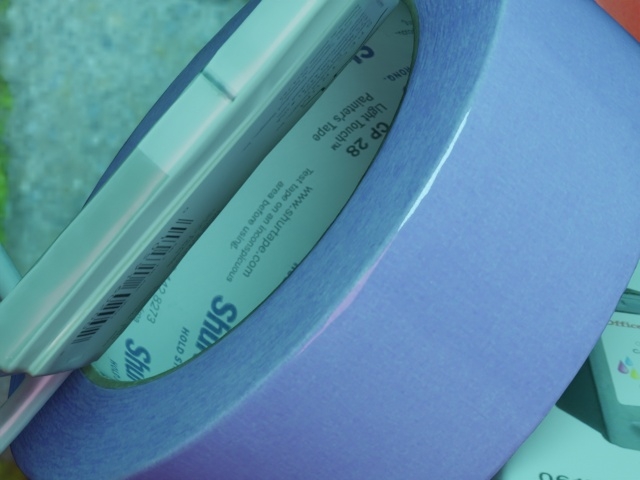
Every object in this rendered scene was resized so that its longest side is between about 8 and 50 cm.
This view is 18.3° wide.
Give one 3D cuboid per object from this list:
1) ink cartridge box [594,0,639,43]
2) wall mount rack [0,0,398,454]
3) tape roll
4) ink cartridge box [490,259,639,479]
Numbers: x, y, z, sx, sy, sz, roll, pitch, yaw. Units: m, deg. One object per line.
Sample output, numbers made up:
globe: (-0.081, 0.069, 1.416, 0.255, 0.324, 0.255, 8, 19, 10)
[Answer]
ink cartridge box: (0.212, -0.174, 0.812, 0.261, 0.066, 0.296, -35, 100, -23)
wall mount rack: (-0.074, -0.061, 0.728, 0.130, 0.304, 0.350, 42, 95, 6)
tape roll: (0.000, 0.000, 0.761, 0.090, 0.275, 0.275, 37, 95, -24)
ink cartridge box: (0.151, 0.115, 0.767, 0.226, 0.306, 0.131, 13, 122, -7)
